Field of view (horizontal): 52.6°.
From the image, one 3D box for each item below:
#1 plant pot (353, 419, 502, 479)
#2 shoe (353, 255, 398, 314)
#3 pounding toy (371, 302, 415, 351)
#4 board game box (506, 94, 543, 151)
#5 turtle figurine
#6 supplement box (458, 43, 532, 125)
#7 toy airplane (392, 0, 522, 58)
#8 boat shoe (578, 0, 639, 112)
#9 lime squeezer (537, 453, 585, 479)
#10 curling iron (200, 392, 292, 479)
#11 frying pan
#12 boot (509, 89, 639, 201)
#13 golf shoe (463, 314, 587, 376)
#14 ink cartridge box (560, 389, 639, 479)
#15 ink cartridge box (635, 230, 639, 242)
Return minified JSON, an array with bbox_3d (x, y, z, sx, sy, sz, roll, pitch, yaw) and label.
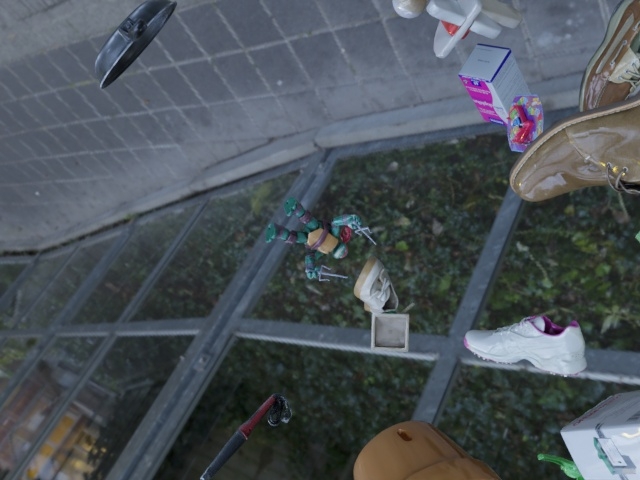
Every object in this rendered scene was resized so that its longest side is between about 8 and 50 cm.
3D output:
[{"bbox_3d":[0.190,0.489,1.241,0.291,0.290,0.203,53,180,-38],"label":"plant pot"},{"bbox_3d":[0.104,0.083,1.136,0.058,0.077,0.219,21,167,15],"label":"shoe"},{"bbox_3d":[0.220,0.257,1.949,0.130,0.141,0.100,2,177,6],"label":"pounding toy"},{"bbox_3d":[0.466,-0.275,1.522,0.033,0.133,0.169,-2,-168,-11],"label":"board game box"},{"bbox_3d":[0.000,0.000,1.468,0.234,0.175,0.118,28,180,-26],"label":"turtle figurine"},{"bbox_3d":[0.494,-0.431,1.814,0.111,0.114,0.220,27,172,44],"label":"supplement box"},{"bbox_3d":[0.268,-0.585,1.494,0.386,0.384,0.272,51,147,-8],"label":"toy airplane"},{"bbox_3d":[0.724,-0.422,1.540,0.122,0.324,0.120,11,-168,-30],"label":"boat shoe"},{"bbox_3d":[0.583,0.550,1.466,0.310,0.110,0.058,49,143,-13],"label":"lime squeezer"},{"bbox_3d":[-0.155,0.424,1.396,0.068,0.274,0.035,45,135,11],"label":"curling iron"},{"bbox_3d":[-0.321,-0.314,1.048,0.053,0.326,0.197,41,110,-15],"label":"frying pan"},{"bbox_3d":[0.374,-0.104,0.827,0.112,0.115,0.305,22,147,-32],"label":"boot"},{"bbox_3d":[0.512,0.243,1.629,0.306,0.115,0.140,6,109,31],"label":"golf shoe"},{"bbox_3d":[0.516,0.299,1.011,0.093,0.160,0.219,65,154,10],"label":"ink cartridge box"},{"bbox_3d":[0.916,0.065,1.444,0.207,0.119,0.353,35,-175,-36],"label":"ink cartridge box"}]
